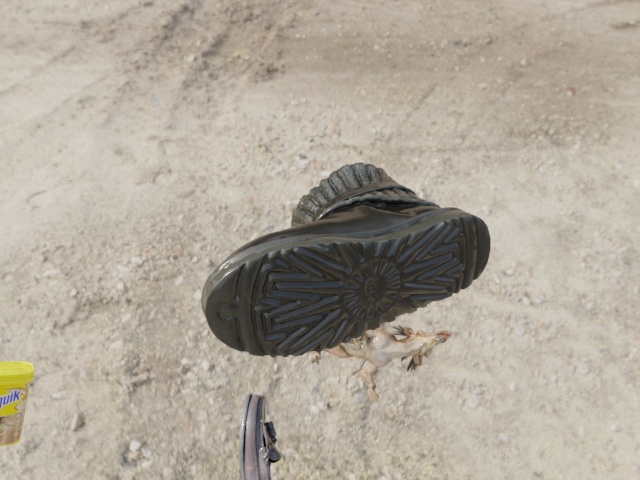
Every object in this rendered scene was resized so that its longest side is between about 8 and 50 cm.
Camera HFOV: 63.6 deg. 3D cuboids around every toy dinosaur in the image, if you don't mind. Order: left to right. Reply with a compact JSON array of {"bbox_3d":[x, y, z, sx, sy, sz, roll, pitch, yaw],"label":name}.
[{"bbox_3d":[0.107,0.214,1.102,0.295,0.127,0.200,21,23,35],"label":"toy dinosaur"}]

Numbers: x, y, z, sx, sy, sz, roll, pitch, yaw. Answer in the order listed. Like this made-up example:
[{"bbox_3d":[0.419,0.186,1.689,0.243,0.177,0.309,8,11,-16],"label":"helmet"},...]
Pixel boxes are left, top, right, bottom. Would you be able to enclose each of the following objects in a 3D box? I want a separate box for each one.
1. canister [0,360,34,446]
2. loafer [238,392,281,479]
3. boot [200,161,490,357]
[{"bbox_3d":[-0.708,0.358,1.126,0.126,0.170,0.073,7,8,-41],"label":"canister"},{"bbox_3d":[-0.115,0.469,1.055,0.095,0.109,0.303,-2,67,4],"label":"loafer"},{"bbox_3d":[0.001,0.004,0.646,0.347,0.131,0.260,-10,26,-24],"label":"boot"}]
